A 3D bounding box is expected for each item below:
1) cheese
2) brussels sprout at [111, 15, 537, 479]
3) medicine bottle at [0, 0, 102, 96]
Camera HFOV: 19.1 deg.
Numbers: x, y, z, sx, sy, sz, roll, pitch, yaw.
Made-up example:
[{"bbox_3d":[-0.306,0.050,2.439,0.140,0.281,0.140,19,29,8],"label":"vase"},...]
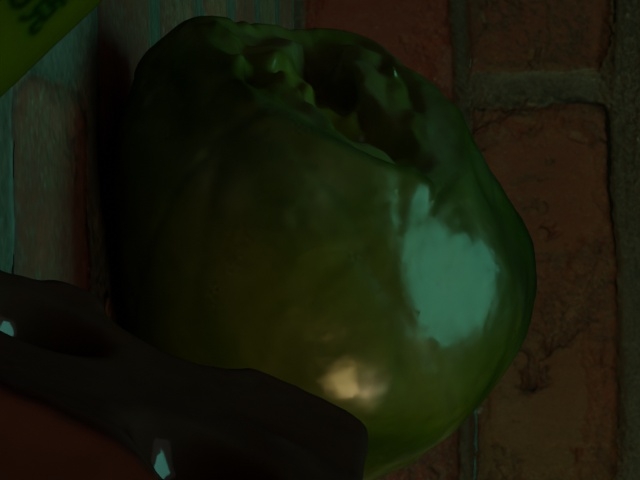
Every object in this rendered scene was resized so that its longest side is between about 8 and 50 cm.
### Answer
[{"bbox_3d":[-0.121,0.050,0.470,0.177,0.203,0.128,53,11,-6],"label":"cheese"},{"bbox_3d":[0.000,0.000,1.223,0.344,0.268,0.344,-8,90,-86],"label":"brussels sprout"},{"bbox_3d":[-0.042,-0.141,0.471,0.076,0.309,0.111,42,-5,46],"label":"medicine bottle"}]
